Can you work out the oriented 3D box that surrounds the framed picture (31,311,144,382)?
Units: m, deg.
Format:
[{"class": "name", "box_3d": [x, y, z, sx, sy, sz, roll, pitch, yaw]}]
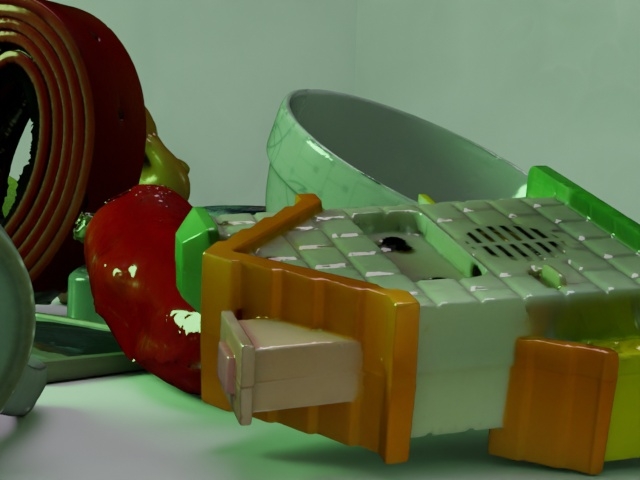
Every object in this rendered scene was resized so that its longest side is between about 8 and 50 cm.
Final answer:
[{"class": "framed picture", "box_3d": [-0.230, 0.082, 1.044, 0.265, 0.018, 0.192, 4, 3, 41]}]

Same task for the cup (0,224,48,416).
[{"class": "cup", "box_3d": [-0.236, 0.039, 0.700, 0.234, 0.186, 0.258, 17, -14, 47]}]

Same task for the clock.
[{"class": "clock", "box_3d": [0.056, 0.043, 0.731, 0.255, 0.106, 0.220, -4, 21, -16]}]

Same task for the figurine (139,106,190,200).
[{"class": "figurine", "box_3d": [-0.249, -0.054, 1.549, 0.215, 0.228, 0.215, 11, -18, 4]}]

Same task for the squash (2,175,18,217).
[{"class": "squash", "box_3d": [-0.471, -0.059, 1.892, 0.189, 0.189, 0.260, 4, 7, 36]}]

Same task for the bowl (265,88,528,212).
[{"class": "bowl", "box_3d": [0.075, -0.004, 1.110, 0.287, 0.143, 0.287, 21, 19, -7]}]

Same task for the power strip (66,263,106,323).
[{"class": "power strip", "box_3d": [-0.095, 0.051, 1.246, 0.265, 0.059, 0.193, 2, 8, 6]}]

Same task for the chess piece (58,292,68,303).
[{"class": "chess piece", "box_3d": [-0.246, 0.049, 1.408, 0.084, 0.038, 0.083, 0, 3, 0]}]

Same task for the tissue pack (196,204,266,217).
[{"class": "tissue pack", "box_3d": [0.000, 0.000, 1.806, 0.316, 0.103, 0.228, -1, 6, -27]}]

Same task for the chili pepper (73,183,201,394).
[{"class": "chili pepper", "box_3d": [-0.116, 0.030, 0.962, 0.110, 0.110, 0.387, 1, 15, -17]}]

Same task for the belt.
[{"class": "belt", "box_3d": [-0.295, -0.072, 1.247, 0.227, 0.323, 0.115, 19, 10, 18]}]
